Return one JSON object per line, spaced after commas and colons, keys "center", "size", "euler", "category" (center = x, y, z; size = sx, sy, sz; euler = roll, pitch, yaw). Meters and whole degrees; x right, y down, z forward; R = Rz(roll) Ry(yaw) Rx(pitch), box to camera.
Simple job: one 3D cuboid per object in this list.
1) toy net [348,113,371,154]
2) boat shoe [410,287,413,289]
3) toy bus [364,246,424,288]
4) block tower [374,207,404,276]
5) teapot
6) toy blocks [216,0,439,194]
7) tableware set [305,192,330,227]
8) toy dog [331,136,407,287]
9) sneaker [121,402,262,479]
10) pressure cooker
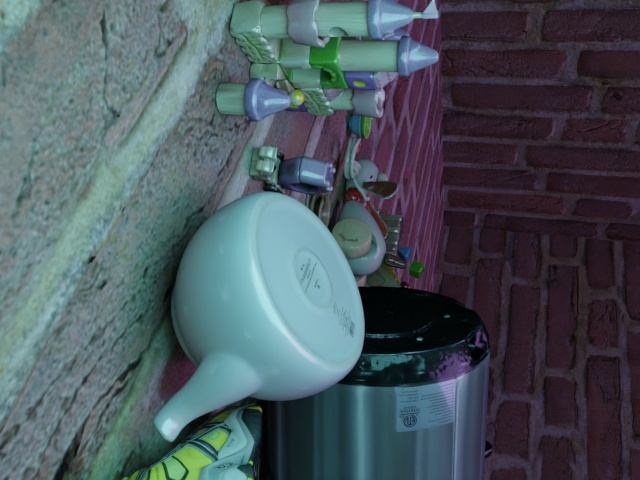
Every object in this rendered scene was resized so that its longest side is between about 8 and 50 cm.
{"center": [0.113, -0.287, 1.508], "size": [0.232, 0.045, 0.122], "euler": [-63, 153, -53], "category": "toy net"}
{"center": [0.209, 0.378, 1.834], "size": [0.156, 0.187, 0.500], "euler": [22, 79, -79], "category": "boat shoe"}
{"center": [0.132, 0.118, 1.420], "size": [0.104, 0.191, 0.202], "euler": [75, 26, -52], "category": "toy bus"}
{"center": [0.167, 0.081, 1.739], "size": [0.091, 0.097, 0.335], "euler": [29, 66, -74], "category": "block tower"}
{"center": [-0.081, 0.075, 0.733], "size": [0.256, 0.187, 0.252], "euler": [11, 57, -58], "category": "teapot"}
{"center": [0.038, -0.234, 0.878], "size": [0.288, 0.260, 0.309], "euler": [45, 52, -70], "category": "toy blocks"}
{"center": [0.000, 0.000, 1.224], "size": [0.128, 0.039, 0.194], "euler": [19, 77, -74], "category": "tableware set"}
{"center": [0.117, -0.043, 1.355], "size": [0.220, 0.161, 0.333], "euler": [85, 15, -71], "category": "toy dog"}
{"center": [-0.139, 0.264, 0.683], "size": [0.384, 0.147, 0.145], "euler": [128, -37, -86], "category": "sneaker"}
{"center": [0.085, 0.315, 1.037], "size": [0.375, 0.370, 0.420], "euler": [-31, 121, -66], "category": "pressure cooker"}
